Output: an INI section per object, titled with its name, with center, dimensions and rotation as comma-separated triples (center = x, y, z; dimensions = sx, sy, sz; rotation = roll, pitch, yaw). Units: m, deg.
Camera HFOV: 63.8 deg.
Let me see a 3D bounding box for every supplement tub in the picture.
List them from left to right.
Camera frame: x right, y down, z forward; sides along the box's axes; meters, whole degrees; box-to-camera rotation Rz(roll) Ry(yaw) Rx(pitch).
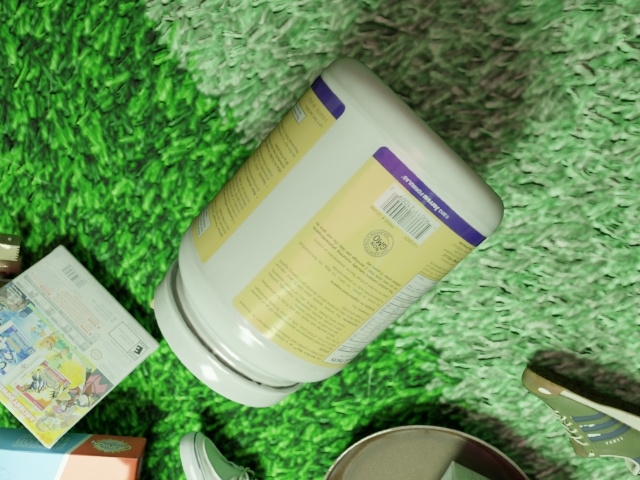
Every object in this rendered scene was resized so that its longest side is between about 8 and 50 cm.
[supplement tub]
center = 0.000, 0.000, 0.567
dimensions = 0.241, 0.241, 0.331
rotation = 44, 106, -1

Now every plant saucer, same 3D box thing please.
[plant saucer]
center = 0.151, 0.389, 0.726
dimensions = 0.311, 0.050, 0.310
rotation = 2, 103, 11

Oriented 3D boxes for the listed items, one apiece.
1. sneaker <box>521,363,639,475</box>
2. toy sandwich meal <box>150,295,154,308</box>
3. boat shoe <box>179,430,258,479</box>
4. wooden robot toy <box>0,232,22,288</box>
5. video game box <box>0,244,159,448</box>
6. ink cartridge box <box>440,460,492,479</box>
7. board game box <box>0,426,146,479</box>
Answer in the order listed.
[sneaker]
center = 0.335, 0.232, 0.647
dimensions = 0.192, 0.064, 0.086
rotation = 22, 100, 2
[toy sandwich meal]
center = -0.202, 0.103, 0.736
dimensions = 0.086, 0.029, 0.085
rotation = 2, 103, 10
[boat shoe]
center = -0.127, 0.368, 0.765
dimensions = 0.076, 0.083, 0.226
rotation = -23, 109, 3
[wooden robot toy]
center = -0.446, 0.072, 0.769
dimensions = 0.079, 0.076, 0.173
rotation = 7, 107, -28
[video game box]
center = -0.364, 0.141, 0.708
dimensions = 0.205, 0.187, 0.048
rotation = 47, 149, -2
[ink cartridge box]
center = 0.211, 0.368, 0.653
dimensions = 0.151, 0.063, 0.109
rotation = 26, 106, 4
[board game box]
center = -0.391, 0.427, 0.713
dimensions = 0.242, 0.064, 0.316
rotation = 8, 94, -9
